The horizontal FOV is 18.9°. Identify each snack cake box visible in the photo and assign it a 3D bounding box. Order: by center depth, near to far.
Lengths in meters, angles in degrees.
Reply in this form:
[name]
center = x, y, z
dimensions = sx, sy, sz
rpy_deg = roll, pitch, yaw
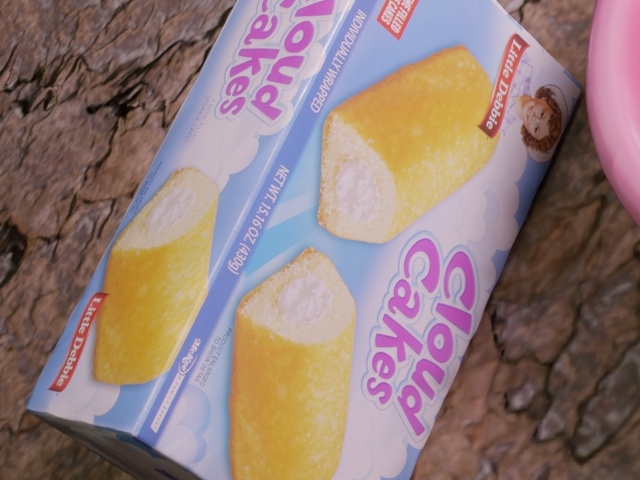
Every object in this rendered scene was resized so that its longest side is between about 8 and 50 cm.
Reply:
[snack cake box]
center = 0.000, 0.000, 0.872
dimensions = 0.089, 0.152, 0.264
rpy_deg = 5, 64, 50

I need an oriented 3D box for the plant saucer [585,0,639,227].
[plant saucer]
center = 0.258, -0.106, 0.730
dimensions = 0.332, 0.084, 0.332
rpy_deg = -29, 41, 30
